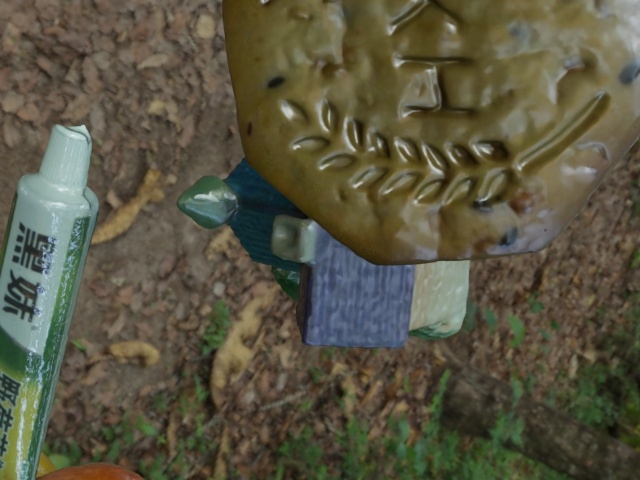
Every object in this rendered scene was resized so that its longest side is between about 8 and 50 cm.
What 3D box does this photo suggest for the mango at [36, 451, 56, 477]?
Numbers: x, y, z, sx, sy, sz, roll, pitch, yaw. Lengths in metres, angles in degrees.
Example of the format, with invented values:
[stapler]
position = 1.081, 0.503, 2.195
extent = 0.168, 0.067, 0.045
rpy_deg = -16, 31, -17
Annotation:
[mango]
position = -0.440, 0.329, 1.287
extent = 0.085, 0.102, 0.184
rpy_deg = -48, 156, -16

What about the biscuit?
[biscuit]
position = 0.084, -0.150, 0.692
extent = 0.359, 0.359, 0.046
rpy_deg = -68, 168, 14

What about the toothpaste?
[toothpaste]
position = -0.124, 0.044, 0.373
extent = 0.031, 0.049, 0.204
rpy_deg = -40, 154, -63

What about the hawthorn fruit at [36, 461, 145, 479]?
[hawthorn fruit]
position = -0.137, 0.196, 0.523
extent = 0.125, 0.140, 0.125
rpy_deg = 14, 71, -44

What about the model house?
[model house]
position = 0.000, 0.000, 1.108
extent = 0.280, 0.312, 0.245
rpy_deg = -9, 109, -55
